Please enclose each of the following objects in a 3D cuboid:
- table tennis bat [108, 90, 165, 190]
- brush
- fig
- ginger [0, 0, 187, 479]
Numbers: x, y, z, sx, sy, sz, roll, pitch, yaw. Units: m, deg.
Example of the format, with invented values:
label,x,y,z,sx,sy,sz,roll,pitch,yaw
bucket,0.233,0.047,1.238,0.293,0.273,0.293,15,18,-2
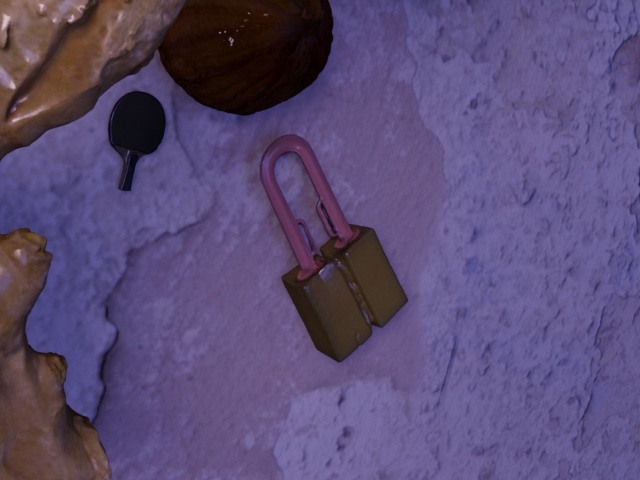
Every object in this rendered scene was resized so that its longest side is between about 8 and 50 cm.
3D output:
label,x,y,z,sx,sy,sz,roll,pitch,yaw
table tennis bat,-0.154,-0.082,0.702,0.050,0.007,0.083,9,94,-40
brush,0.000,0.000,0.825,0.103,0.047,0.233,-41,122,-24
fig,-0.030,-0.170,0.658,0.146,0.201,0.134,-50,118,-25
ginger,-0.236,-0.015,0.365,0.363,0.122,0.348,1,104,-16
